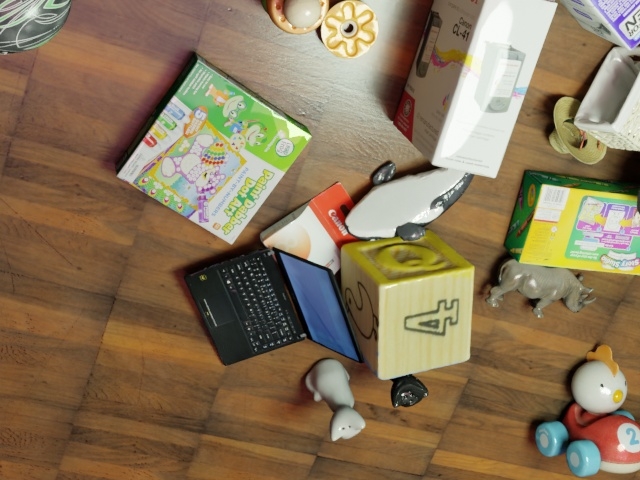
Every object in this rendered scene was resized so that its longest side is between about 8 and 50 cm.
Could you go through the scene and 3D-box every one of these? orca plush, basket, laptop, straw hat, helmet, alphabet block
[{"bbox_3d":[0.179,-0.083,1.952,0.287,0.102,0.151,-43,72,-3],"label":"orca plush"},{"bbox_3d":[0.558,-0.254,1.903,0.103,0.113,0.167,30,85,-29],"label":"basket"},{"bbox_3d":[-0.084,0.145,1.921,0.264,0.137,0.234,-18,124,1],"label":"laptop"},{"bbox_3d":[0.462,-0.192,1.954,0.144,0.145,0.061,32,144,-24],"label":"straw hat"},{"bbox_3d":[-0.466,-0.367,1.607,0.169,0.161,0.170,-5,115,-11],"label":"helmet"},{"bbox_3d":[0.157,0.114,1.947,0.193,0.192,0.197,-11,116,-21],"label":"alphabet block"}]

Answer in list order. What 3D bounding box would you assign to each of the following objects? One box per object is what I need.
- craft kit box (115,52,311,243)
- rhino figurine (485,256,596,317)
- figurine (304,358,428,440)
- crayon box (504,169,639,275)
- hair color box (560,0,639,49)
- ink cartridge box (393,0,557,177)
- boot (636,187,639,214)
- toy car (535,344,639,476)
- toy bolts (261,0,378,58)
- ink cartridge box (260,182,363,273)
[{"bbox_3d":[-0.186,-0.154,1.833,0.246,0.061,0.250,30,105,-26],"label":"craft kit box"},{"bbox_3d":[0.446,0.095,2.083,0.243,0.073,0.106,13,114,-20],"label":"rhino figurine"},{"bbox_3d":[0.089,0.283,2.009,0.214,0.209,0.092,-29,117,2],"label":"figurine"},{"bbox_3d":[0.514,-0.032,2.034,0.278,0.081,0.165,6,113,-16],"label":"crayon box"},{"bbox_3d":[0.414,-0.481,1.746,0.110,0.185,0.339,-44,116,7],"label":"hair color box"},{"bbox_3d":[0.252,-0.291,1.774,0.131,0.226,0.306,9,111,-18],"label":"ink cartridge box"},{"bbox_3d":[0.712,-0.172,1.939,0.280,0.096,0.264,-18,123,-42],"label":"boot"},{"bbox_3d":[0.586,0.338,2.168,0.219,0.210,0.238,-4,103,-23],"label":"toy car"},{"bbox_3d":[0.046,-0.403,1.711,0.218,0.158,0.228,34,103,-24],"label":"toy bolts"},{"bbox_3d":[0.000,0.000,1.952,0.179,0.045,0.145,-32,118,6],"label":"ink cartridge box"}]
